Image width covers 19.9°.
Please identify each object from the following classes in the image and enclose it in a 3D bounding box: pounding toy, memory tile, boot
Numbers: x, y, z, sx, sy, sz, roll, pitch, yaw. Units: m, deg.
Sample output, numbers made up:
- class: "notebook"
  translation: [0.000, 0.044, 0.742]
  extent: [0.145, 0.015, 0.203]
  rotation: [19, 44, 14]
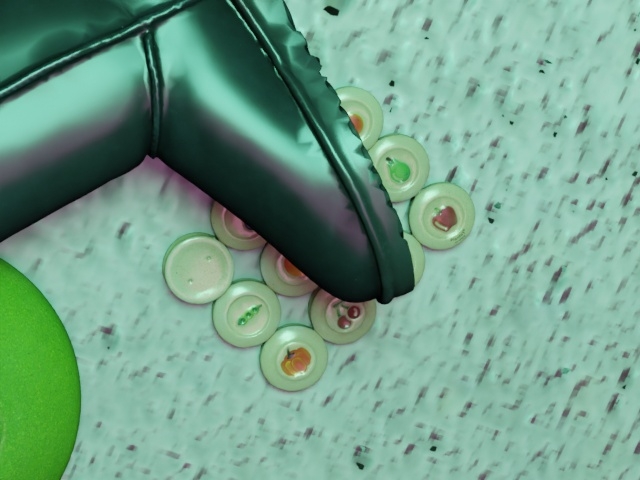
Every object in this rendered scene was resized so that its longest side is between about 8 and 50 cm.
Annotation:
- class: "pounding toy"
  translation: [-0.224, 0.113, 0.892]
  extent: [0.237, 0.110, 0.183]
  rotation: [-45, 108, 1]
- class: "memory tile"
  translation: [0.000, 0.000, 0.963]
  extent: [0.148, 0.012, 0.113]
  rotation: [-44, 108, 1]
- class: "boot"
  translation: [-0.095, -0.038, 0.881]
  extent: [0.207, 0.094, 0.246]
  rotation: [-30, 95, -7]
